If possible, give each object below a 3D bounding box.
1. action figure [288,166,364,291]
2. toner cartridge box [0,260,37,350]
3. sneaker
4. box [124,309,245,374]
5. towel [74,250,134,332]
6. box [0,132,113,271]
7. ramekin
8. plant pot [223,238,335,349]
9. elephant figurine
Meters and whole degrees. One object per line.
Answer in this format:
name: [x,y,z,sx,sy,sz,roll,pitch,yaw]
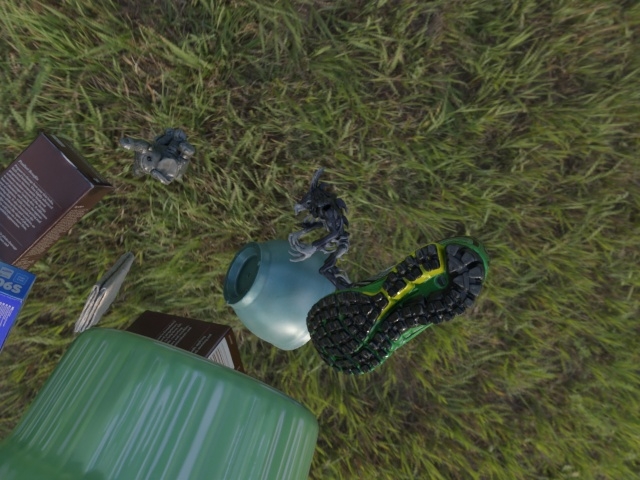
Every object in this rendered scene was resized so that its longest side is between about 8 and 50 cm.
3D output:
action figure: [0.000,0.000,1.036,0.141,0.164,0.275,-17,97,6]
toner cartridge box: [-0.764,0.165,1.137,0.165,0.075,0.348,27,128,-23]
sneaker: [0.119,0.105,0.809,0.344,0.146,0.134,-31,83,33]
box: [-0.268,0.253,0.944,0.203,0.168,0.167,6,125,24]
towel: [-0.668,0.159,1.616,0.049,0.282,0.187,30,108,-11]
box: [-0.769,-0.082,1.365,0.381,0.143,0.191,-42,93,5]
ramekin: [-0.149,0.208,0.529,0.303,0.303,0.148,31,63,-20]
plant pot: [-0.128,0.116,1.347,0.196,0.293,0.293,28,92,-32]
elephant figurine: [-0.539,-0.260,1.670,0.186,0.169,0.239,57,42,-12]
